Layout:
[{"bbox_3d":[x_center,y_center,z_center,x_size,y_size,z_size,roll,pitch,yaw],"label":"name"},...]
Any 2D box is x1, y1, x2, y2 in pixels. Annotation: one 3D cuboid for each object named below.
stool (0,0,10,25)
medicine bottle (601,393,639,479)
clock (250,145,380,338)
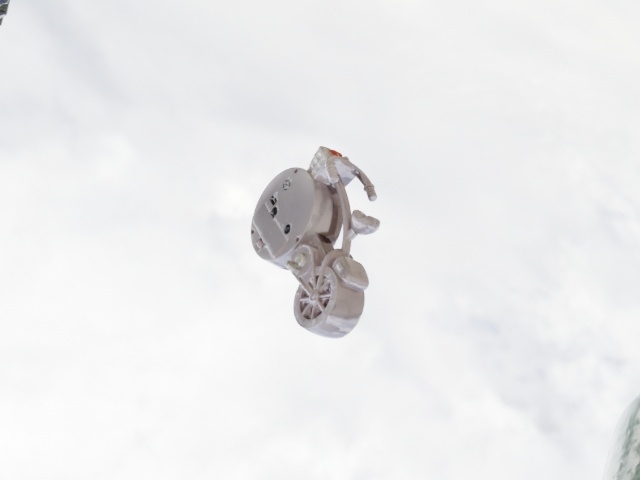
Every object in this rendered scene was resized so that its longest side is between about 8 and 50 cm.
[{"bbox_3d":[-0.400,-0.397,1.144,0.297,0.297,0.330,17,-113,-15],"label":"stool"},{"bbox_3d":[0.154,0.139,0.420,0.135,0.135,0.168,26,-132,1],"label":"medicine bottle"},{"bbox_3d":[0.000,0.000,0.754,0.041,0.087,0.129,24,-151,-37],"label":"clock"}]
